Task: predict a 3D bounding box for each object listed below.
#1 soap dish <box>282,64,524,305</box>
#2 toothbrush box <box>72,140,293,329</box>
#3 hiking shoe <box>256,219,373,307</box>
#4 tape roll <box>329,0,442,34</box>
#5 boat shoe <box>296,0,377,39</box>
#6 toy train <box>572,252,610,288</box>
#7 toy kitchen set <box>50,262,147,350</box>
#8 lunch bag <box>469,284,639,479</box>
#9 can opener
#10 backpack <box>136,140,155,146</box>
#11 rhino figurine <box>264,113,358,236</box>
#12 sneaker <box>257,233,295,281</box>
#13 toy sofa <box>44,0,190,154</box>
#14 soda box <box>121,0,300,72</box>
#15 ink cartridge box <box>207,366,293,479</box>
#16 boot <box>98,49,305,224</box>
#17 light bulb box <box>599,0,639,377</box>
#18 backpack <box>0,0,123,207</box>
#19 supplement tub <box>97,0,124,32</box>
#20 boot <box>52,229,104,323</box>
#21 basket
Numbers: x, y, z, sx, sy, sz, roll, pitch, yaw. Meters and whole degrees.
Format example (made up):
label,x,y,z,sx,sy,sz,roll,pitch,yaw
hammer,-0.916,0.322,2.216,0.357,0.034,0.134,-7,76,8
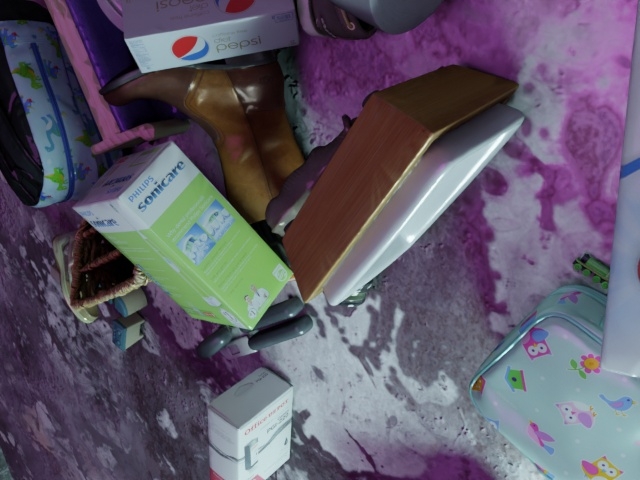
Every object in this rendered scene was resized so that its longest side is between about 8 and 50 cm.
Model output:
label,x,y,z,sx,sy,sz,roll,pitch,yaw
soap dish,0.090,-0.070,0.728,0.118,0.229,0.291,45,134,12
toothbrush box,-0.214,0.000,0.944,0.206,0.122,0.283,-2,137,53
hiking shoe,0.000,0.000,0.963,0.227,0.086,0.114,36,115,16
tape roll,0.091,-0.324,0.604,0.072,0.219,0.219,38,131,20
boat shoe,0.027,-0.391,0.708,0.091,0.109,0.305,21,130,31
toy train,0.342,0.044,0.722,0.083,0.017,0.023,38,122,20
toy kitchen set,-0.537,0.153,1.462,0.207,0.122,0.166,36,131,22
lunch bag,0.347,0.202,0.735,0.279,0.108,0.224,41,127,15
can opener,-0.137,0.184,1.152,0.283,0.095,0.076,-26,94,45
backpack,-0.339,-0.239,1.115,0.114,0.084,0.105,-36,88,42
rhino figurine,0.009,-0.096,0.845,0.073,0.106,0.243,42,109,5
sneaker,-0.098,0.028,1.060,0.175,0.064,0.067,18,119,32
toy sofa,-0.323,-0.333,0.959,0.177,0.150,0.362,-17,101,14
soda box,-0.139,-0.284,0.780,0.069,0.216,0.073,84,176,-68
ink cartridge box,-0.139,0.387,1.215,0.092,0.159,0.217,24,126,32
boot,-0.161,-0.151,0.912,0.096,0.264,0.280,-115,8,-62
light bulb box,0.431,-0.055,0.447,0.358,0.225,0.361,11,117,36
backpack,-0.558,-0.243,1.210,0.290,0.273,0.355,-32,68,43
supplement tub,-0.180,-0.409,0.813,0.272,0.191,0.191,-36,86,45
boot,-0.491,0.062,1.346,0.165,0.077,0.213,-20,81,5
basket,-0.374,-0.019,1.163,0.299,0.223,0.213,-18,100,45
